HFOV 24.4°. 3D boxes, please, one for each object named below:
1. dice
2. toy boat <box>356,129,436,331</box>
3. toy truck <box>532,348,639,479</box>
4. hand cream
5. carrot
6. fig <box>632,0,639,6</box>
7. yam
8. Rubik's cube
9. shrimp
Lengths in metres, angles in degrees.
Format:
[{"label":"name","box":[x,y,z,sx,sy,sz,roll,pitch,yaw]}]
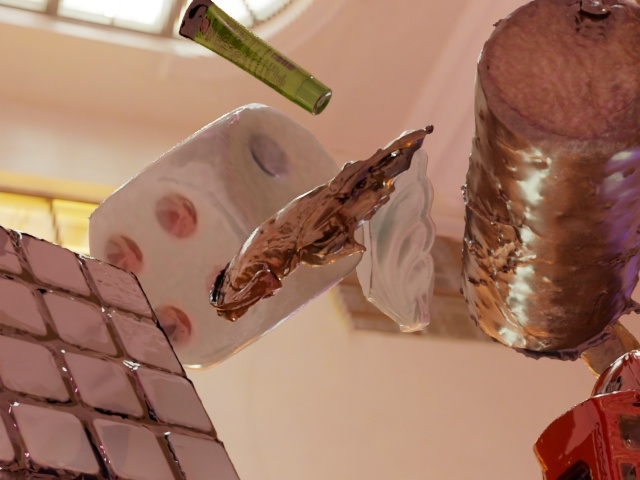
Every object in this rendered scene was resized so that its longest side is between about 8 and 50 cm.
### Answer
[{"label":"dice","box":[-0.122,-0.004,1.961,0.268,0.264,0.262,-35,-88,34]},{"label":"toy boat","box":[0.102,-0.014,2.125,0.199,0.100,0.290,134,-49,-75]},{"label":"toy truck","box":[0.212,0.184,0.976,0.107,0.114,0.253,124,-30,-50]},{"label":"hand cream","box":[-0.046,-0.126,1.016,0.122,0.023,0.036,35,-65,16]},{"label":"carrot","box":[0.300,0.095,1.656,0.070,0.342,0.070,-35,-161,14]},{"label":"fig","box":[0.428,-0.316,1.608,0.175,0.175,0.207,-17,-141,59]},{"label":"yam","box":[0.149,-0.033,0.898,0.280,0.131,0.131,83,-2,-62]},{"label":"Rubik's cube","box":[-0.327,0.206,1.312,0.344,0.343,0.337,-49,-133,18]},{"label":"shrimp","box":[0.007,-0.003,1.275,0.262,0.066,0.117,-34,-149,37]}]
